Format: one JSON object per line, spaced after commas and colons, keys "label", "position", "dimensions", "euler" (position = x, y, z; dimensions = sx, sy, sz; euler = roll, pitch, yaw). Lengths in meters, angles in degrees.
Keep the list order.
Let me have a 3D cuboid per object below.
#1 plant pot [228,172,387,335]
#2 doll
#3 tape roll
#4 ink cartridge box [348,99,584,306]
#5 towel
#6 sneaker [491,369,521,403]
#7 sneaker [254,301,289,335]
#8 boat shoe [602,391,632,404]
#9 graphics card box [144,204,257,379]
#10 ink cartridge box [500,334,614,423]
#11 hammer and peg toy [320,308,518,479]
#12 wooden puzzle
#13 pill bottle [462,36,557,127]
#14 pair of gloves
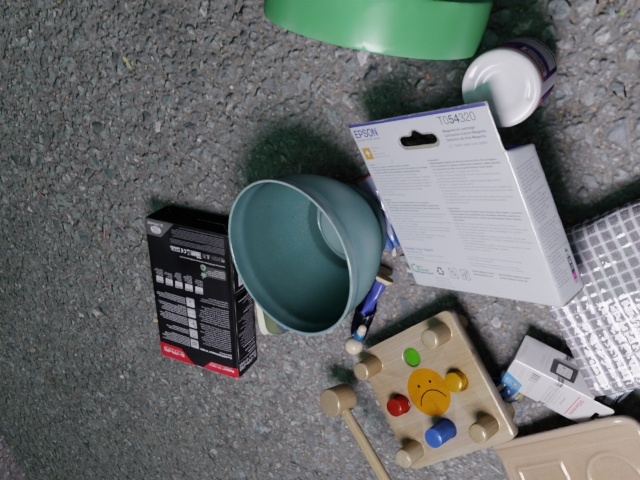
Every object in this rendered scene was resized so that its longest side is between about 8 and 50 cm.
{"label": "plant pot", "position": [0.000, 0.000, 1.202], "dimensions": [0.293, 0.196, 0.293], "euler": [21, 124, 34]}
{"label": "doll", "position": [0.089, 0.147, 1.286], "dimensions": [0.046, 0.129, 0.189], "euler": [20, 112, -3]}
{"label": "tape roll", "position": [0.081, -0.342, 0.935], "dimensions": [0.321, 0.321, 0.077], "euler": [21, 120, 20]}
{"label": "ink cartridge box", "position": [0.219, -0.063, 1.029], "dimensions": [0.324, 0.071, 0.330], "euler": [7, 125, 58]}
{"label": "towel", "position": [0.482, 0.092, 1.002], "dimensions": [0.235, 0.121, 0.284], "euler": [-29, 81, 35]}
{"label": "sneaker", "position": [0.323, 0.299, 1.266], "dimensions": [0.144, 0.053, 0.059], "euler": [-35, 87, 31]}
{"label": "sneaker", "position": [-0.103, 0.119, 1.418], "dimensions": [0.086, 0.064, 0.192], "euler": [-3, 111, 23]}
{"label": "boat shoe", "position": [0.553, 0.224, 1.089], "dimensions": [0.083, 0.065, 0.183], "euler": [32, 122, 18]}
{"label": "graphics card box", "position": [-0.270, 0.118, 1.489], "dimensions": [0.232, 0.094, 0.371], "euler": [11, 118, 25]}
{"label": "ink cartridge box", "position": [0.427, 0.254, 1.157], "dimensions": [0.180, 0.060, 0.104], "euler": [27, 149, 16]}
{"label": "hammer and peg toy", "position": [0.183, 0.317, 1.271], "dimensions": [0.361, 0.127, 0.266], "euler": [-36, 75, 39]}
{"label": "wooden puzzle", "position": [0.513, 0.492, 1.170], "dimensions": [0.322, 0.080, 0.348], "euler": [-37, 75, 50]}
{"label": "pill bottle", "position": [0.284, -0.238, 0.948], "dimensions": [0.108, 0.193, 0.108], "euler": [12, 117, 25]}
{"label": "pair of gloves", "position": [0.147, -0.061, 1.214], "dimensions": [0.198, 0.023, 0.159], "euler": [-15, 104, 33]}
